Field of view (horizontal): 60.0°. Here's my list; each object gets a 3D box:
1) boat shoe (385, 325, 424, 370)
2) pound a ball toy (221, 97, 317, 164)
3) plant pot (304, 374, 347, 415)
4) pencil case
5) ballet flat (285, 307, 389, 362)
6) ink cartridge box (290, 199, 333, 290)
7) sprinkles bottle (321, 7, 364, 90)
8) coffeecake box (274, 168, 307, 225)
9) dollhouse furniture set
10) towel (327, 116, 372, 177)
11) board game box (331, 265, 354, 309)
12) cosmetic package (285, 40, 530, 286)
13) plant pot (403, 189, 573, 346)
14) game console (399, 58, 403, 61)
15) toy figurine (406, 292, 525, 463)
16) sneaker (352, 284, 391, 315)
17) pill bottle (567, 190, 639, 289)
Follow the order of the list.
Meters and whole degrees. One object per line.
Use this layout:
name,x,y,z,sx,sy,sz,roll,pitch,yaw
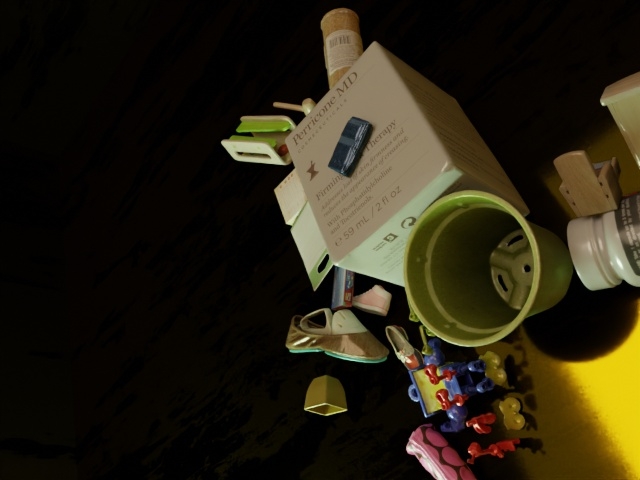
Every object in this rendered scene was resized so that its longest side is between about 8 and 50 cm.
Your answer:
boat shoe,0.200,0.260,1.317,0.049,0.043,0.137,-45,51,24
pound a ball toy,-0.147,-0.347,1.820,0.319,0.135,0.208,13,62,47
plant pot,0.014,0.398,1.438,0.081,0.082,0.083,-28,49,37
pencil case,0.263,0.477,1.145,0.209,0.098,0.095,43,109,44
ballet flat,0.032,0.239,1.440,0.343,0.116,0.123,-5,87,50
ink cartridge box,0.000,0.000,1.561,0.171,0.056,0.235,-58,44,39
sprinkles bottle,0.076,-0.509,1.626,0.121,0.121,0.355,-25,61,38
coffeecake box,-0.042,-0.152,1.671,0.185,0.068,0.142,-42,51,28
dollhouse furniture set,0.560,-0.231,0.923,0.287,0.198,0.303,-15,28,48
towel,0.058,-0.194,1.138,0.067,0.029,0.119,33,102,47
board game box,0.066,0.042,1.477,0.145,0.027,0.281,138,139,-74
cosmetic package,0.181,-0.152,1.259,0.329,0.328,0.393,-43,50,28
plant pot,0.346,0.055,1.064,0.276,0.254,0.275,-5,83,47
game console,0.207,-0.408,1.501,0.071,0.107,0.122,-14,65,11
toy figurine,0.235,0.284,1.166,0.217,0.191,0.362,-38,69,51
sneaker,0.130,0.148,1.421,0.134,0.051,0.070,6,69,52
pill bottle,0.582,-0.014,0.930,0.283,0.161,0.161,-21,63,39
